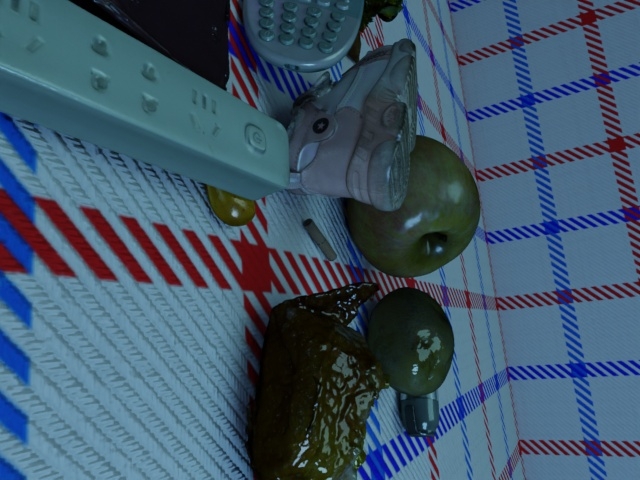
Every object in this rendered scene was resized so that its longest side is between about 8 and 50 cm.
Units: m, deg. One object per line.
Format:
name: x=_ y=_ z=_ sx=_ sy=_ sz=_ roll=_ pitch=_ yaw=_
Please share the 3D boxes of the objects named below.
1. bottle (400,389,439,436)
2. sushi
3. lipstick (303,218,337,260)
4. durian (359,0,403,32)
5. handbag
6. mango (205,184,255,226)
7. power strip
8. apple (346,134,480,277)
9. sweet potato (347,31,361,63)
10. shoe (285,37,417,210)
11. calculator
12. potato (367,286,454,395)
bottle: x=0.204 y=0.279 z=1.031 sx=0.096 sy=0.079 sz=0.254 roll=34 pitch=51 yaw=-48
sushi: x=0.000 y=0.196 z=0.598 sx=0.179 sy=0.166 sz=0.297 roll=30 pitch=43 yaw=-31
lipstick: x=0.000 y=0.000 z=0.808 sx=0.094 sy=0.019 sz=0.019 roll=55 pitch=35 yaw=-40
durian: x=0.055 y=-0.473 z=0.897 sx=0.159 sy=0.198 sz=0.146 roll=49 pitch=48 yaw=-34
handbag: x=-0.179 y=-0.271 z=0.507 sx=0.203 sy=0.073 sz=0.216 roll=30 pitch=52 yaw=-56
mango: x=-0.111 y=-0.059 z=0.585 sx=0.089 sy=0.046 sz=0.060 roll=64 pitch=35 yaw=-24
power strip: x=-0.155 y=-0.123 z=0.455 sx=0.385 sy=0.062 sz=0.091 roll=17 pitch=62 yaw=-51
apple: x=0.165 y=-0.069 z=0.924 sx=0.257 sy=0.256 sz=0.234 roll=41 pitch=16 yaw=-50
sweet potato: x=0.062 y=-0.451 z=1.069 sx=0.195 sy=0.056 sz=0.057 roll=46 pitch=41 yaw=-56
shoe: x=0.050 y=-0.200 z=0.771 sx=0.351 sy=0.198 sz=0.172 roll=-73 pitch=161 yaw=-45
calculator: x=-0.024 y=-0.374 z=0.754 sx=0.042 sy=0.183 sz=0.295 roll=109 pitch=-10 yaw=-63
potato: x=0.174 y=0.185 z=0.928 sx=0.235 sy=0.160 sz=0.178 roll=-43 pitch=131 yaw=-59
